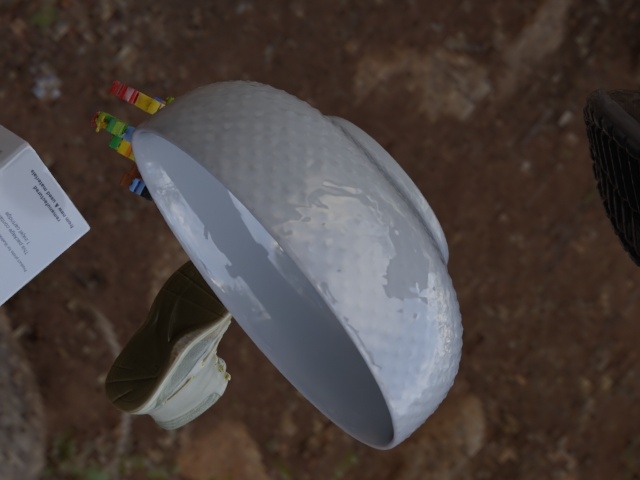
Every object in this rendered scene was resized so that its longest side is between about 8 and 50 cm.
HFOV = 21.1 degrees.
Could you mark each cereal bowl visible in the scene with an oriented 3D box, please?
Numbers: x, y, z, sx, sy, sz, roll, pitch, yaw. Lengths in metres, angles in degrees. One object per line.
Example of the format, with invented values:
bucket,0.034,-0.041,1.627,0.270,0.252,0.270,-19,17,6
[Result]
cereal bowl,0.000,0.000,1.411,0.141,0.339,0.339,-40,154,-14

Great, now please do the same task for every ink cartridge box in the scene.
ink cartridge box,-0.403,0.010,1.672,0.289,0.211,0.121,-42,126,-14

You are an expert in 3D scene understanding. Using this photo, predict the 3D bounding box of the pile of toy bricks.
pile of toy bricks,-0.216,-0.122,1.976,0.118,0.105,0.212,-62,175,0

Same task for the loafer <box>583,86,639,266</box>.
loafer,0.321,-0.016,1.248,0.130,0.366,0.134,-25,129,-14

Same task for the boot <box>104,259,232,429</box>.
boot,-0.129,0.106,1.847,0.213,0.077,0.165,-52,159,-4
